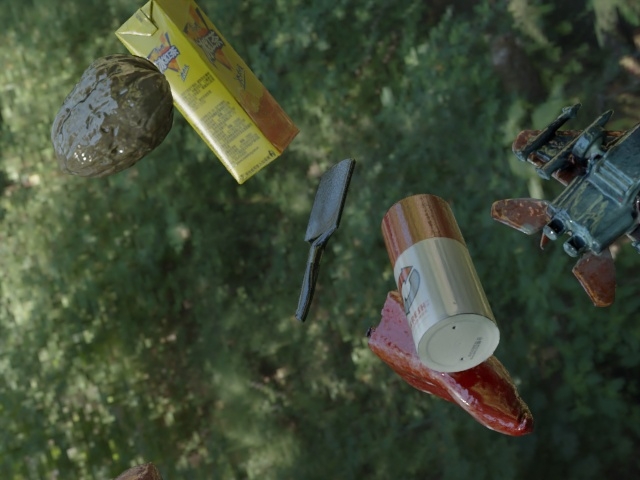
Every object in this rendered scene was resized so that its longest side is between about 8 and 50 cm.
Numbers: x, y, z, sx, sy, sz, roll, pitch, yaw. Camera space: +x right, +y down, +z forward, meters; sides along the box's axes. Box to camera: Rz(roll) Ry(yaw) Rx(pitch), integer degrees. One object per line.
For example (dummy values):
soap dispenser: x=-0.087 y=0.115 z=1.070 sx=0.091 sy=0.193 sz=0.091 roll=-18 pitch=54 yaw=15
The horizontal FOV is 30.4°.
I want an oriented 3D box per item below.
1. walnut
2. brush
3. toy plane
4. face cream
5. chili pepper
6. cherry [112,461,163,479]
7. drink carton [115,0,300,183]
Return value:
walnut: x=-0.333 y=-0.191 z=1.867 sx=0.178 sy=0.230 sz=0.178 roll=43 pitch=-171 yaw=-9
brush: x=0.000 y=0.000 z=1.227 sx=0.063 sy=0.016 sz=0.194 roll=-28 pitch=39 yaw=53
toy plane: x=0.327 y=-0.089 z=1.147 sx=0.223 sy=0.326 sz=0.104 roll=42 pitch=173 yaw=21
face cream: x=0.138 y=0.047 z=1.398 sx=0.214 sy=0.095 sz=0.096 roll=-104 pitch=7 yaw=-47
chili pepper: x=0.174 y=0.161 z=1.509 sx=0.252 sy=0.136 sz=0.144 roll=36 pitch=142 yaw=46
cherry: x=-0.270 y=0.371 z=1.626 sx=0.087 sy=0.126 sz=0.106 roll=55 pitch=-170 yaw=5
drink carton: x=-0.200 y=-0.284 z=2.128 sx=0.351 sy=0.111 sz=0.154 roll=51 pitch=-156 yaw=-10
